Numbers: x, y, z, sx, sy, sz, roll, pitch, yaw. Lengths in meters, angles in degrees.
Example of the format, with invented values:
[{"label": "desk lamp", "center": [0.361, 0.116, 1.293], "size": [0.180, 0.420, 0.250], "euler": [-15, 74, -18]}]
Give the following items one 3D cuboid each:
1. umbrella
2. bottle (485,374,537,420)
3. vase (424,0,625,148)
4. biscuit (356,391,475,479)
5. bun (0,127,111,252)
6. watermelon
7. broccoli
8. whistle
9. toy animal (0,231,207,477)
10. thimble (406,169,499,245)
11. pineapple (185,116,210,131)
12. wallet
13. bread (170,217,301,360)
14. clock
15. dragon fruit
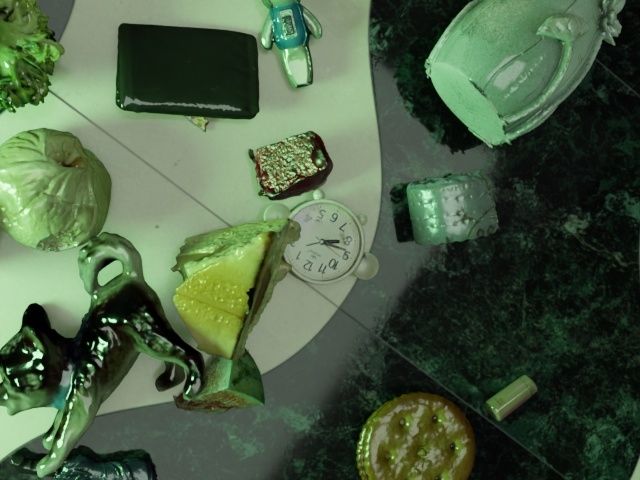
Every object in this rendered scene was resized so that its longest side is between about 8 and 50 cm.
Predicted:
[{"label": "umbrella", "center": [-0.403, 0.395, 1.808], "size": [0.248, 0.071, 0.071], "euler": [8, 90, -7]}, {"label": "bottle", "center": [0.354, 0.290, 1.951], "size": [0.096, 0.045, 0.045], "euler": [-35, 97, -9]}, {"label": "vase", "center": [0.402, -0.385, 1.856], "size": [0.445, 0.250, 0.250], "euler": [-44, 99, -10]}, {"label": "biscuit", "center": [0.174, 0.382, 1.910], "size": [0.220, 0.066, 0.220], "euler": [0, 89, -13]}, {"label": "bun", "center": [-0.431, -0.094, 1.717], "size": [0.220, 0.134, 0.220], "euler": [21, 51, -29]}, {"label": "watermelon", "center": [-0.165, 0.266, 1.824], "size": [0.158, 0.121, 0.098], "euler": [-47, 121, -2]}, {"label": "broccoli", "center": [-0.545, -0.347, 1.662], "size": [0.288, 0.245, 0.248], "euler": [15, 80, -16]}, {"label": "whistle", "center": [-0.056, -0.385, 1.844], "size": [0.114, 0.077, 0.236], "euler": [-14, 100, -1]}, {"label": "toy animal", "center": [-0.395, 0.173, 1.731], "size": [0.344, 0.194, 0.303], "euler": [-27, 100, -6]}, {"label": "thimble", "center": [0.234, -0.059, 1.876], "size": [0.151, 0.127, 0.118], "euler": [-11, 95, -15]}, {"label": "pineapple", "center": [-0.223, -0.231, 1.841], "size": [0.083, 0.019, 0.045], "euler": [33, 91, -11]}, {"label": "wallet", "center": [-0.227, -0.289, 1.815], "size": [0.245, 0.052, 0.169], "euler": [2, 74, -14]}, {"label": "bread", "center": [-0.123, 0.089, 1.759], "size": [0.224, 0.183, 0.211], "euler": [-17, 104, 20]}, {"label": "clock", "center": [0.000, 0.000, 1.869], "size": [0.229, 0.063, 0.156], "euler": [28, 84, -13]}, {"label": "dragon fruit", "center": [-0.039, -0.133, 1.850], "size": [0.147, 0.096, 0.102], "euler": [-19, 84, 21]}]
